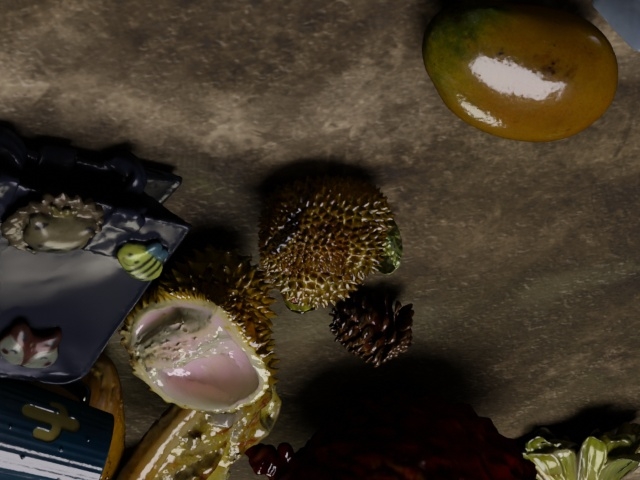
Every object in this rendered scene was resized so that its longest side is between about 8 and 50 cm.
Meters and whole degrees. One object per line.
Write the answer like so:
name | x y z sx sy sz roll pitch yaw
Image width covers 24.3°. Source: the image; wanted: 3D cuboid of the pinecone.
pinecone | 0.065 0.113 1.906 0.109 0.102 0.102 6 142 -15

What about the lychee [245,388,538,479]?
lychee | 0.097 0.408 2.091 0.500 0.424 0.424 24 137 -5

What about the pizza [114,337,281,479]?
pizza | -0.144 0.259 1.960 0.323 0.089 0.223 -49 156 1

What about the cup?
cup | -0.327 0.218 1.748 0.155 0.176 0.131 19 141 -13

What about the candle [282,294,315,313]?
candle | -0.032 0.037 1.802 0.052 0.052 0.130 -16 146 2

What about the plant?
plant | 0.393 0.421 2.411 0.261 0.297 0.306 22 158 0

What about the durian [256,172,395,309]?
durian | 0.000 0.000 1.682 0.168 0.137 0.158 5 102 -41

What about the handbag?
handbag | -0.335 0.019 1.601 0.303 0.122 0.329 11 137 -33

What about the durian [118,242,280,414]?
durian | -0.131 0.104 1.773 0.183 0.138 0.250 28 136 -21

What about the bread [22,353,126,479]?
bread | -0.421 0.285 1.925 0.328 0.148 0.337 -3 144 -17

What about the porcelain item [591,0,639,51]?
porcelain item | 0.397 -0.342 1.299 0.243 0.178 0.405 -1 146 -22

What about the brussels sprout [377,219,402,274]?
brussels sprout | 0.062 -0.001 1.779 0.085 0.058 0.085 9 148 6

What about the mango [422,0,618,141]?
mango | 0.199 -0.174 1.524 0.221 0.120 0.151 8 137 -20
